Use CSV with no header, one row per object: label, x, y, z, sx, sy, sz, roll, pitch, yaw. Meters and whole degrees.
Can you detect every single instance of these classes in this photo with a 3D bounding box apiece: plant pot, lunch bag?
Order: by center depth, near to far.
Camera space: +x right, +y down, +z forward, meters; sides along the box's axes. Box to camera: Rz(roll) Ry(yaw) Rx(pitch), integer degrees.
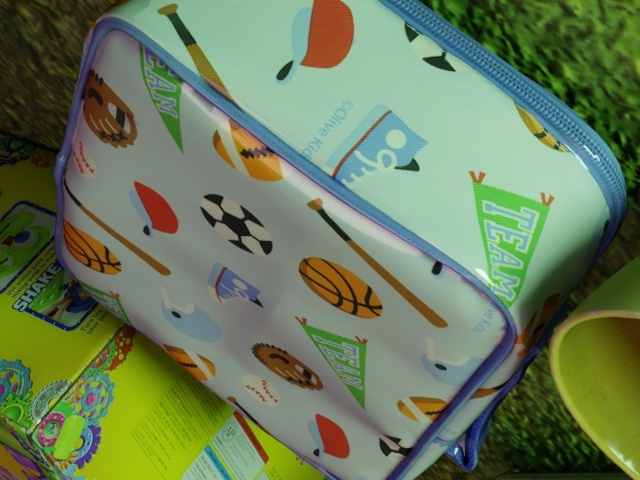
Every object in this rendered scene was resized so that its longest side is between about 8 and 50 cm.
plant pot,0.164,0.037,0.544,0.134,0.095,0.134,32,155,16
lunch bag,0.000,0.000,0.700,0.243,0.115,0.303,35,155,5

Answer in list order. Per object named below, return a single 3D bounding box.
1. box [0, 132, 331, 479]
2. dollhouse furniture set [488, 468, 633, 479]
box,-0.163,0.101,1.027,0.279,0.177,0.290,20,150,37
dollhouse furniture set,0.151,0.255,0.818,0.161,0.212,0.242,-16,95,60
